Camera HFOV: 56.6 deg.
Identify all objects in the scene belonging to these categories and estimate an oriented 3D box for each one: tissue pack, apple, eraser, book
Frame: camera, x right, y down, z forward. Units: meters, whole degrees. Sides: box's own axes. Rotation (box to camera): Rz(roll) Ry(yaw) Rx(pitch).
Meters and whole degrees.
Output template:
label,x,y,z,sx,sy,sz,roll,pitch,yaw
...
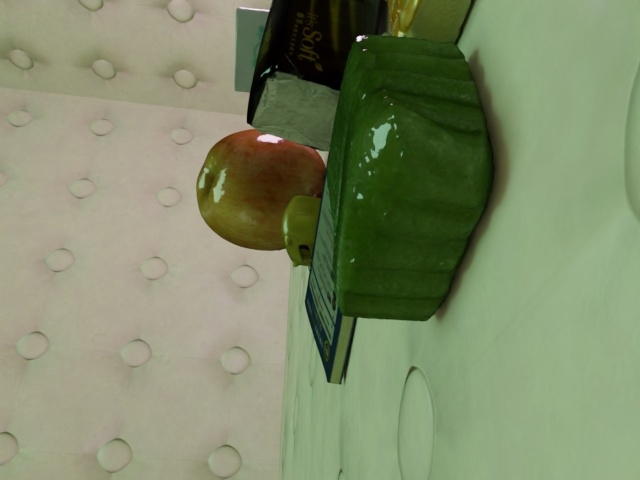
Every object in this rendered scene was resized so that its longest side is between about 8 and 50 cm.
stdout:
label,x,y,z,sx,sy,sz,roll,pitch,yaw
tissue pack,-0.006,-0.384,1.119,0.210,0.198,0.370,126,156,-65
apple,-0.186,-0.156,1.802,0.391,0.346,0.391,-10,79,58
eraser,-0.054,-0.433,1.390,0.104,0.290,0.189,-105,19,-73
book,0.032,0.026,1.187,0.300,0.039,0.428,-111,27,-60
tissue pack,-0.028,-0.013,1.447,0.178,0.123,0.127,77,-158,-59

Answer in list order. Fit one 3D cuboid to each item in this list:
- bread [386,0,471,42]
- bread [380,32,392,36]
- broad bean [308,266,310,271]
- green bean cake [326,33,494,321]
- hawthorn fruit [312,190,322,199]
label,x,y,z,sx,sy,sz,roll,pitch,yaw
bread,0.118,-0.296,0.663,0.125,0.068,0.188,105,169,-57
bread,0.107,-0.280,0.957,0.154,0.028,0.068,-90,6,-54
broad bean,0.000,-0.002,1.646,0.061,0.046,0.195,-4,-76,-84
green bean cake,0.078,-0.064,0.598,0.248,0.125,0.222,99,172,-48
hawthorn fruit,0.009,-0.108,1.572,0.103,0.066,0.067,110,164,-61
